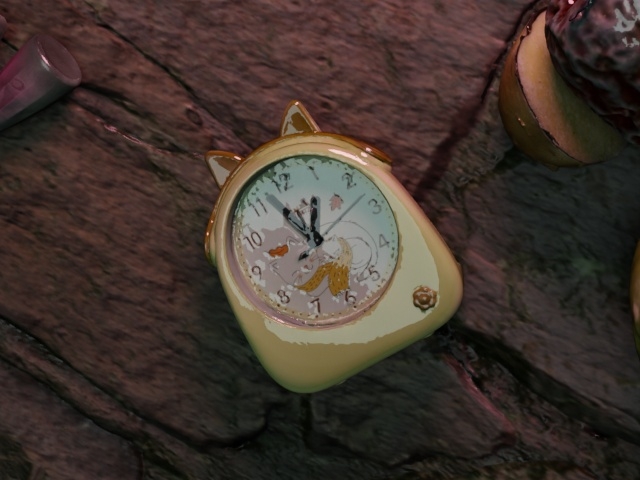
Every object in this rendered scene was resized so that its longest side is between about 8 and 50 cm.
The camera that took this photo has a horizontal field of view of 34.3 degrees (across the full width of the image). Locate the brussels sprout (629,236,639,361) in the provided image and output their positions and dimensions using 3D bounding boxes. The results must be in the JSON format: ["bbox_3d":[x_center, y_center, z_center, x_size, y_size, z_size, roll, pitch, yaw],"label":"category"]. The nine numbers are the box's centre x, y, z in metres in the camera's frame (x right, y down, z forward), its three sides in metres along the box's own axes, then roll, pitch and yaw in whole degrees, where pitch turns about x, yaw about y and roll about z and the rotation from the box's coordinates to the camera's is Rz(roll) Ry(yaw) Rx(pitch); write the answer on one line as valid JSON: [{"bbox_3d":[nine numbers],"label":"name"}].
[{"bbox_3d":[0.504,0.056,1.219,0.316,0.242,0.274,-43,97,12],"label":"brussels sprout"}]

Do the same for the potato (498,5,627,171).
[{"bbox_3d":[0.279,-0.172,1.283,0.117,0.182,0.202,-30,86,55],"label":"potato"}]

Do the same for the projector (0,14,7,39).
[{"bbox_3d":[-0.578,-0.299,1.396,0.257,0.099,0.192,40,102,7],"label":"projector"}]

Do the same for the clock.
[{"bbox_3d":[0.000,0.000,1.356,0.286,0.117,0.348,-29,93,13],"label":"clock"}]

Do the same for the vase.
[{"bbox_3d":[-0.430,-0.186,1.415,0.214,0.086,0.086,-35,93,18],"label":"vase"}]

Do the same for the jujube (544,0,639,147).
[{"bbox_3d":[0.401,-0.214,1.180,0.317,0.226,0.226,28,104,-23],"label":"jujube"}]
